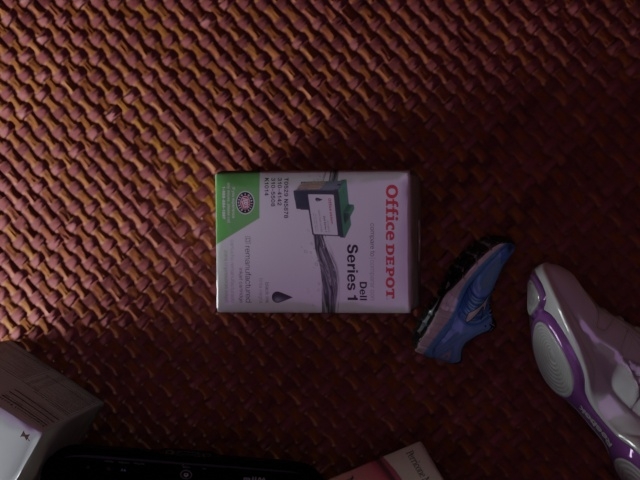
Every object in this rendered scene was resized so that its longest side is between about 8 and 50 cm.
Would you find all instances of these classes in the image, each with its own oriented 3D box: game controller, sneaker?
[{"bbox_3d":[-0.151,0.301,1.391,0.319,0.067,0.167,4,131,-3],"label":"game controller"},{"bbox_3d":[0.337,0.145,1.350,0.152,0.114,0.305,-31,82,-17],"label":"sneaker"},{"bbox_3d":[0.170,0.067,1.391,0.073,0.063,0.162,31,101,-11],"label":"sneaker"}]

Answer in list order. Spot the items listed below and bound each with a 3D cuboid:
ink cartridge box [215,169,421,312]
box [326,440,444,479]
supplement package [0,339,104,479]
[{"bbox_3d":[0.000,0.000,1.389,0.219,0.092,0.160,-1,92,9],"label":"ink cartridge box"},{"bbox_3d":[0.040,0.339,1.316,0.232,0.149,0.127,-22,124,-8],"label":"box"},{"bbox_3d":[-0.380,0.239,1.401,0.149,0.203,0.194,31,95,7],"label":"supplement package"}]
